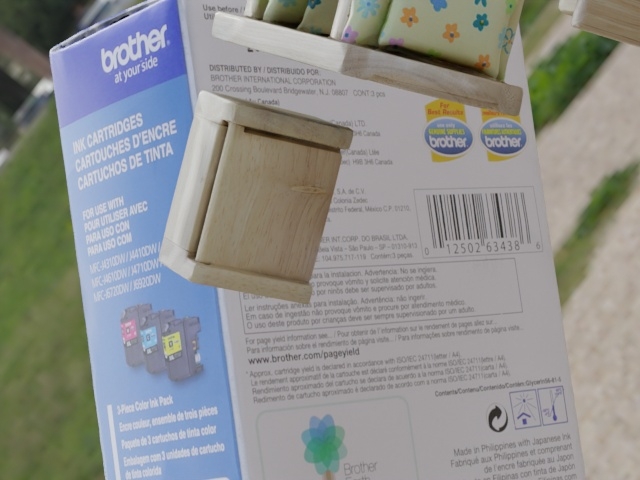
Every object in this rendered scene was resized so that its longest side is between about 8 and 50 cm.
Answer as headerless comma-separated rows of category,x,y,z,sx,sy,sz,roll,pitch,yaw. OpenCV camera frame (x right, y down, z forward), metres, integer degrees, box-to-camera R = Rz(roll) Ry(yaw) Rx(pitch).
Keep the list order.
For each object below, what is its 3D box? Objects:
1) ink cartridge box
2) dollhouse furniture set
ink cartridge box,0.000,0.000,1.099,0.270,0.396,0.151,-2,-7,-41
dollhouse furniture set,0.062,-0.057,0.553,0.101,0.161,0.182,26,103,61
